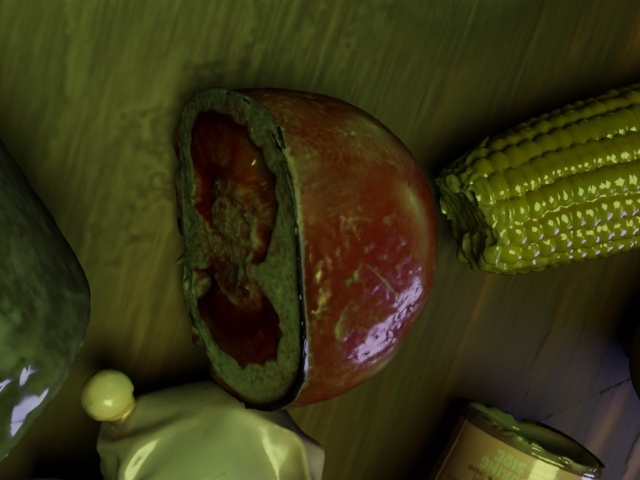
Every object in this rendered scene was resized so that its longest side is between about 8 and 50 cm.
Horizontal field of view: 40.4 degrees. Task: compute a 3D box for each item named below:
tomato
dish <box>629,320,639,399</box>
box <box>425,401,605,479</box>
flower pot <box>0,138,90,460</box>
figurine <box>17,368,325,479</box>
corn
[{"bbox_3d":[0.000,0.000,0.602,0.155,0.181,0.213,-8,110,-30],"label":"tomato"},{"bbox_3d":[0.358,0.097,0.768,0.214,0.090,0.213,-5,105,-17],"label":"dish"},{"bbox_3d":[0.150,0.213,0.714,0.151,0.151,0.135,23,90,-22],"label":"box"},{"bbox_3d":[-0.298,-0.019,0.437,0.294,0.293,0.330,-40,119,-2],"label":"flower pot"},{"bbox_3d":[-0.132,0.192,0.625,0.276,0.133,0.200,-25,115,-7],"label":"figurine"},{"bbox_3d":[0.259,-0.060,0.671,0.345,0.131,0.131,-17,110,-11],"label":"corn"}]
